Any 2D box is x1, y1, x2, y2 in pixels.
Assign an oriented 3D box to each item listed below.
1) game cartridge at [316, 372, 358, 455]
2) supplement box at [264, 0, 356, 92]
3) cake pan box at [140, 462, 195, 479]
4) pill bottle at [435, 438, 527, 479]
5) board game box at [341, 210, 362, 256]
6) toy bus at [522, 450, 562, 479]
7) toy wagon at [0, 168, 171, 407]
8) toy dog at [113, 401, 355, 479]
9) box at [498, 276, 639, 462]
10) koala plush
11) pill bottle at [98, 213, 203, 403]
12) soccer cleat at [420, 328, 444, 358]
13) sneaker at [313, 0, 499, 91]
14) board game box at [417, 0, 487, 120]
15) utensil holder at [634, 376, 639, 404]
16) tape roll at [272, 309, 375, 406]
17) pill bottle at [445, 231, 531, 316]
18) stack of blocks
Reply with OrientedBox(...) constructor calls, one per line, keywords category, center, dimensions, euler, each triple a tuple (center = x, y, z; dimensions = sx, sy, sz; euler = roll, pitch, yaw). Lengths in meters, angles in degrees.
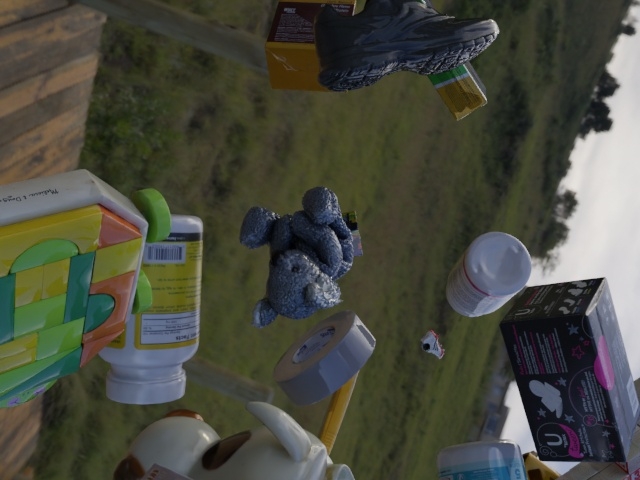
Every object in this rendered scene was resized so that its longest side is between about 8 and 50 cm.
OrientedBox(category="game cartridge", center=(0.017, 0.551, 2.000), dimensions=(0.323, 0.053, 0.285), euler=(-61, 171, -49))
OrientedBox(category="supplement box", center=(-0.017, -0.475, 1.696), dimensions=(0.129, 0.192, 0.194), euler=(84, 13, -54))
OrientedBox(category="cake pan box", center=(-0.134, 0.430, 0.995), dimensions=(0.070, 0.246, 0.267), euler=(-53, -164, -26))
OrientedBox(category="pill bottle", center=(0.282, 0.471, 1.153), dimensions=(0.146, 0.146, 0.264), euler=(101, -17, -67))
OrientedBox(category="board game box", center=(0.000, 0.000, 1.493), dimensions=(0.141, 0.170, 0.048), euler=(71, 10, -65))
OrientedBox(category="toy bus", center=(0.478, 0.543, 1.636), dimensions=(0.104, 0.191, 0.202), euler=(-50, 124, -21))
OrientedBox(category="toy wagon", center=(-0.292, 0.077, 0.706), dimensions=(0.267, 0.068, 0.344), euler=(-19, 146, -38))
OrientedBox(category="toy dog", center=(-0.187, 0.465, 1.311), dimensions=(0.284, 0.408, 0.395), euler=(-56, 141, -44))
OrientedBox(category="box", center=(0.404, 0.206, 1.128), dimensions=(0.163, 0.142, 0.247), euler=(-31, 107, -53))
OrientedBox(category="koala plush", center=(-0.035, 0.056, 1.258), dimensions=(0.203, 0.196, 0.221), euler=(57, 27, -33))
OrientedBox(category="pill bottle", center=(-0.314, 0.118, 1.283), dimensions=(0.188, 0.188, 0.333), euler=(-21, 114, -83))
OrientedBox(category="soccer cleat", center=(0.201, 0.192, 1.266), dimensions=(0.036, 0.029, 0.083), euler=(-35, 140, -10))
OrientedBox(category="sneaker", center=(0.124, -0.303, 1.007), dimensions=(0.109, 0.287, 0.130), euler=(150, -73, -72))
OrientedBox(category="board game box", center=(0.234, -0.365, 1.366), dimensions=(0.064, 0.242, 0.316), euler=(-32, -174, 19))
OrientedBox(category="utensil holder", center=(0.947, 0.530, 1.924), dimensions=(0.386, 0.327, 0.327), euler=(-35, 178, 5))
OrientedBox(category="tape roll", center=(0.006, 0.242, 1.457), dimensions=(0.219, 0.072, 0.219), euler=(-37, -169, 8))
OrientedBox(category="pill bottle", center=(0.414, 0.097, 1.779), dimensions=(0.283, 0.160, 0.160), euler=(99, 14, -70))
OrientedBox(category="stack of blocks", center=(0.659, 0.497, 1.524), dimensions=(0.087, 0.297, 0.171), euler=(44, -21, 57))
